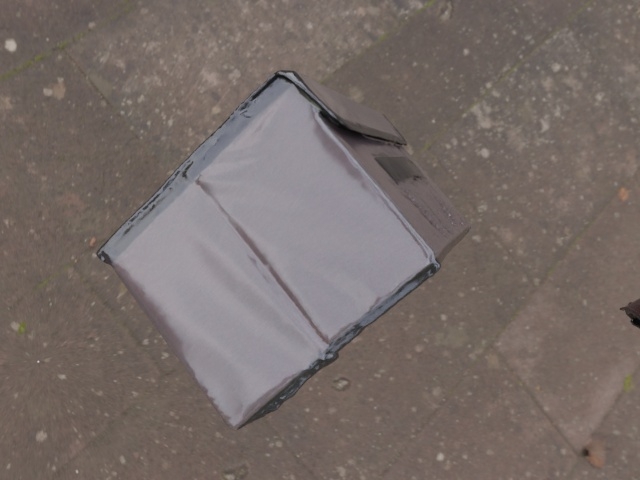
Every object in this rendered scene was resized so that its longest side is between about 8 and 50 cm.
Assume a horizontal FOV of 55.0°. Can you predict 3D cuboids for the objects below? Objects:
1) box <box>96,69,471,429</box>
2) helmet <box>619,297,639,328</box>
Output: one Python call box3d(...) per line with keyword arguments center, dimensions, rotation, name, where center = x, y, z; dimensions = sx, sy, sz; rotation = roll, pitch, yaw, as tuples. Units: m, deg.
box3d(center=(0.000, 0.000, 0.484), dimensions=(0.188, 0.252, 0.153), rotation=(-41, 83, 15), name="box")
box3d(center=(0.316, 0.083, 0.513), dimensions=(0.123, 0.070, 0.098), rotation=(36, 26, -27), name="helmet")
